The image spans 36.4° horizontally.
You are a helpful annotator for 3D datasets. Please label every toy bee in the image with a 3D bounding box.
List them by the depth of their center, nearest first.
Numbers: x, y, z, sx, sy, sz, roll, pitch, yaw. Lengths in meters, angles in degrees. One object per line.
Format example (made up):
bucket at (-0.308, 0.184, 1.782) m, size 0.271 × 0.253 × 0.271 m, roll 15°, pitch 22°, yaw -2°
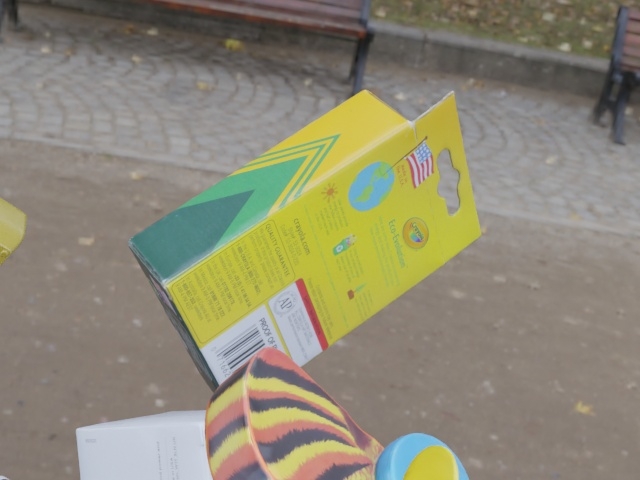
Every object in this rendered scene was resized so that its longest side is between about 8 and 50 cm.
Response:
toy bee at (0.048, 0.202, 0.611) m, size 0.298 × 0.195 × 0.162 m, roll 21°, pitch 40°, yaw 3°

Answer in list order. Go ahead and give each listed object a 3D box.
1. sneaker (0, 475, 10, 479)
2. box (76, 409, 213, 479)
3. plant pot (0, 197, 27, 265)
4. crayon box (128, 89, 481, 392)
sneaker at (-0.418, 0.416, 1.378) m, size 0.162 × 0.107 × 0.281 m, roll 11°, pitch 10°, yaw -6°
box at (-0.105, 0.239, 0.831) m, size 0.181 × 0.181 × 0.119 m, roll -12°, pitch -8°, yaw 42°
plant pot at (-0.397, -0.003, 1.139) m, size 0.081 × 0.081 × 0.083 m, roll 39°, pitch 11°, yaw -35°
crayon box at (0.000, 0.000, 0.930) m, size 0.318 × 0.202 × 0.081 m, roll -33°, pitch 46°, yaw -15°
